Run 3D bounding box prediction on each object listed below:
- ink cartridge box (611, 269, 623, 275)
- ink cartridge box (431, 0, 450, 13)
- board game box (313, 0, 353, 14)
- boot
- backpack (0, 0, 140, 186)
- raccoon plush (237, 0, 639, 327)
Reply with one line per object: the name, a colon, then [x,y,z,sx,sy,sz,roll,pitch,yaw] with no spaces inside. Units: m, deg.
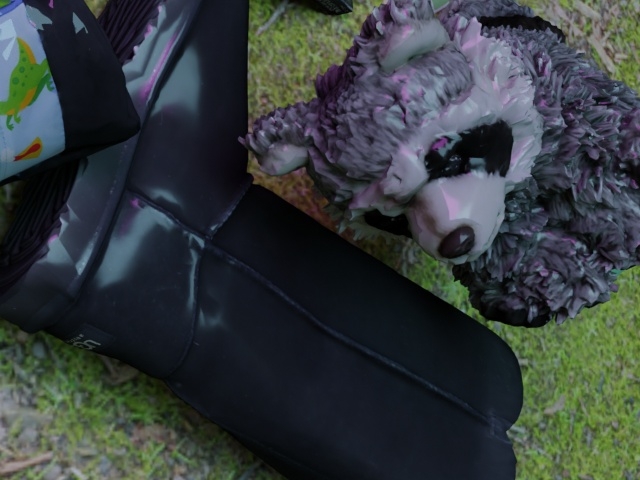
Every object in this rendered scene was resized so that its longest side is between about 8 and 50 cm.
ink cartridge box: [0.242,-0.072,1.284,0.181,0.056,0.224,-32,101,-34]
ink cartridge box: [0.117,-0.357,1.249,0.171,0.056,0.235,-37,128,-32]
board game box: [-0.015,-0.271,1.099,0.186,0.026,0.126,15,69,-70]
boot: [-0.001,0.002,1.048,0.445,0.146,0.367,32,63,-26]
backpack: [-0.337,-0.094,0.773,0.355,0.290,0.273,-40,148,-17]
raccoon plush: [0.069,-0.111,1.018,0.299,0.446,0.216,28,104,-29]
